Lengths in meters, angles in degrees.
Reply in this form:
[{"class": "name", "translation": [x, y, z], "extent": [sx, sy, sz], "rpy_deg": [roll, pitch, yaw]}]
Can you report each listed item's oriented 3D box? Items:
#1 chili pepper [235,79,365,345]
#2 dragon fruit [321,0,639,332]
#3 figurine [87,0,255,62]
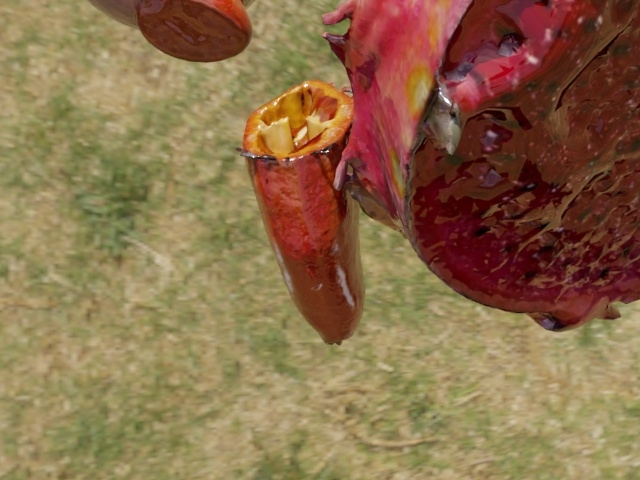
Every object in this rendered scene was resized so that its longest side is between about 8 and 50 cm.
[{"class": "chili pepper", "translation": [-0.001, -0.003, 0.902], "extent": [0.065, 0.088, 0.169], "rpy_deg": [9, 130, 24]}, {"class": "dragon fruit", "translation": [0.162, -0.147, 0.851], "extent": [0.249, 0.371, 0.386], "rpy_deg": [60, 143, 38]}, {"class": "figurine", "translation": [-0.103, -0.226, 1.061], "extent": [0.173, 0.173, 0.173], "rpy_deg": [-1, 87, 25]}]
